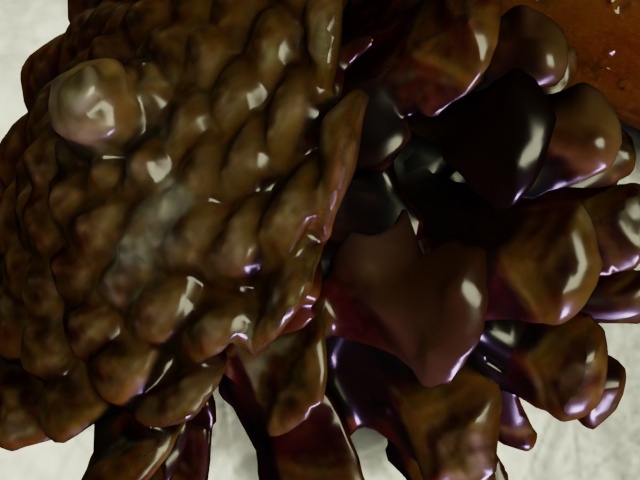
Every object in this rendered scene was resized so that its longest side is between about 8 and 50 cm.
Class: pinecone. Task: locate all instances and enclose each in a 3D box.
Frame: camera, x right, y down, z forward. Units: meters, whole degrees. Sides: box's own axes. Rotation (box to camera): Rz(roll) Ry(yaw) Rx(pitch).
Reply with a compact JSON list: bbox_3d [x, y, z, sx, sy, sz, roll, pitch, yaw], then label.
[{"bbox_3d":[0.006,0.004,0.603,0.264,0.264,0.264,0,86,-7],"label":"pinecone"}]

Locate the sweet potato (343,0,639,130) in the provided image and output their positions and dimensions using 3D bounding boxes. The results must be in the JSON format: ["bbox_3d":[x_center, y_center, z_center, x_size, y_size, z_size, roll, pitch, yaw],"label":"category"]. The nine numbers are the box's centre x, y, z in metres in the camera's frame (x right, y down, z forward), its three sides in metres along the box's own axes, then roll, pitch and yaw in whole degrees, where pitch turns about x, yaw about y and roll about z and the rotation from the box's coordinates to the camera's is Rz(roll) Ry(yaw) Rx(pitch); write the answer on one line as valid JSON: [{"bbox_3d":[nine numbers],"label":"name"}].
[{"bbox_3d":[0.167,-0.095,0.692,0.359,0.112,0.112,18,85,-1],"label":"sweet potato"}]
